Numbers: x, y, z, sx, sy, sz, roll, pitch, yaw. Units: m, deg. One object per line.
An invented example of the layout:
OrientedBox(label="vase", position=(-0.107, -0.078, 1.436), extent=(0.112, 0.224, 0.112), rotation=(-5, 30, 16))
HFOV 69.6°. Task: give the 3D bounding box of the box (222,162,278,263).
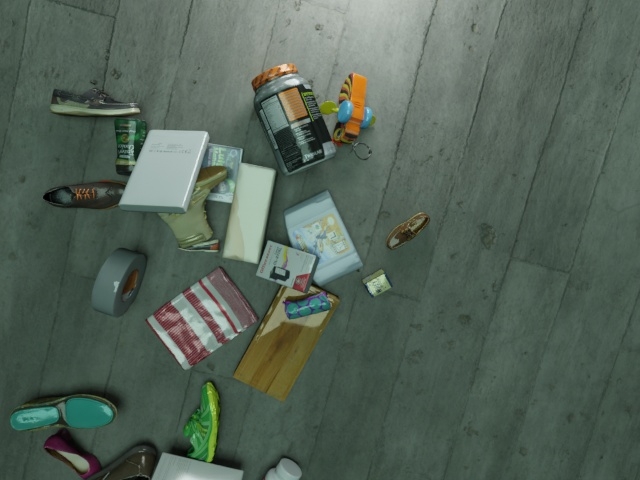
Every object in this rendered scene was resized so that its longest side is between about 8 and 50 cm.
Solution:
OrientedBox(label="box", position=(-0.229, -0.091, 1.524), extent=(0.121, 0.148, 0.310), rotation=(11, 94, -3))

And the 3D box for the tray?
OrientedBox(label="tray", position=(-0.120, 0.336, 1.610), extent=(0.203, 0.076, 0.410), rotation=(28, 94, -5))

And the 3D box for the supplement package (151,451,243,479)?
OrientedBox(label="supplement package", position=(-0.436, 0.883, 1.580), extent=(0.293, 0.177, 0.175), rotation=(15, 124, -3))

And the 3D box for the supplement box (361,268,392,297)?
OrientedBox(label="supplement box", position=(0.195, 0.147, 1.595), extent=(0.083, 0.083, 0.056), rotation=(-29, 97, 1))

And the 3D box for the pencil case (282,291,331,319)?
OrientedBox(label="pencil case", position=(-0.045, 0.216, 1.531), extent=(0.152, 0.064, 0.070), rotation=(-15, 112, -1))

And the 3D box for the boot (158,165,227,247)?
OrientedBox(label="boot", position=(-0.393, -0.111, 1.520), extent=(0.262, 0.095, 0.203), rotation=(-37, 129, -19))

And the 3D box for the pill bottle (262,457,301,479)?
OrientedBox(label="pill bottle", position=(-0.162, 0.900, 1.645), extent=(0.124, 0.124, 0.221), rotation=(31, 93, -5))

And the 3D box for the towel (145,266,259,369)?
OrientedBox(label="towel", position=(-0.414, 0.277, 1.611), extent=(0.329, 0.037, 0.237), rotation=(-35, 96, 2))

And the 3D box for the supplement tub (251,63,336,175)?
OrientedBox(label="supplement tub", position=(-0.090, -0.382, 1.472), extent=(0.194, 0.193, 0.315), rotation=(-22, 96, 0))

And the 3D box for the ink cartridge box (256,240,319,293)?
OrientedBox(label="ink cartridge box", position=(-0.108, 0.088, 1.522), extent=(0.175, 0.072, 0.127), rotation=(17, 85, 13))

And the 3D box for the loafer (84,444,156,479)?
OrientedBox(label="loafer", position=(-0.730, 0.869, 1.597), extent=(0.366, 0.130, 0.134), rotation=(-42, 124, 2))

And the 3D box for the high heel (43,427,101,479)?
OrientedBox(label="high heel", position=(-0.866, 0.776, 1.607), extent=(0.082, 0.117, 0.244), rotation=(-29, 96, 1))

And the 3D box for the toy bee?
OrientedBox(label="toy bee", position=(0.079, -0.387, 1.509), extent=(0.195, 0.162, 0.298), rotation=(31, 63, -20))

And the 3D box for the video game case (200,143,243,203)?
OrientedBox(label="video game case", position=(-0.361, -0.230, 1.563), extent=(0.173, 0.022, 0.190), rotation=(8, 96, -3))

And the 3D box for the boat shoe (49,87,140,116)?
OrientedBox(label="boat shoe", position=(-0.731, -0.447, 1.487), extent=(0.286, 0.103, 0.092), rotation=(2, 101, 3))

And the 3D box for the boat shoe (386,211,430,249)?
OrientedBox(label="boat shoe", position=(0.302, -0.033, 1.591), extent=(0.178, 0.060, 0.064), rotation=(-39, 96, 2))

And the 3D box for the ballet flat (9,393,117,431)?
OrientedBox(label="ballet flat", position=(-0.870, 0.586, 1.590), extent=(0.349, 0.123, 0.123), rotation=(-3, 96, -5))

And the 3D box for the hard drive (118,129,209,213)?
OrientedBox(label="hard drive", position=(-0.485, -0.223, 1.449), extent=(0.203, 0.040, 0.307), rotation=(3, 59, 7))

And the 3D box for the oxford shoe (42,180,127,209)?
OrientedBox(label="oxford shoe", position=(-0.768, -0.145, 1.518), extent=(0.272, 0.098, 0.096), rotation=(-8, 97, -1))

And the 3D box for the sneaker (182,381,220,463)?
OrientedBox(label="sneaker", position=(-0.418, 0.645, 1.614), extent=(0.124, 0.109, 0.295), rotation=(6, 96, -7))

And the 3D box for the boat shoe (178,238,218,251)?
OrientedBox(label="boat shoe", position=(-0.416, 0.015, 1.575), extent=(0.137, 0.049, 0.043), rotation=(2, 99, -6))

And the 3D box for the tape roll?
OrientedBox(label="tape roll", position=(-0.651, 0.135, 1.494), extent=(0.072, 0.219, 0.219), rotation=(20, 95, -3))

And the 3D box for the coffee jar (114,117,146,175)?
OrientedBox(label="coffee jar", position=(-0.625, -0.305, 1.516), extent=(0.096, 0.079, 0.184), rotation=(1, 97, -2))

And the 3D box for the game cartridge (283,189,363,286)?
OrientedBox(label="game cartridge", position=(0.000, 0.000, 1.589), extent=(0.198, 0.062, 0.297), rotation=(-26, 97, -3))
